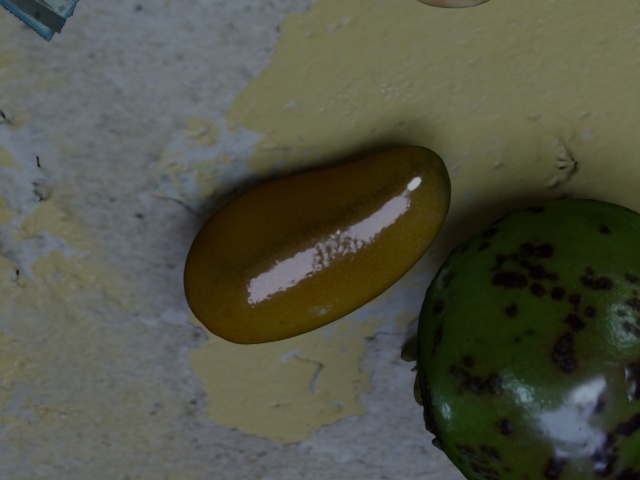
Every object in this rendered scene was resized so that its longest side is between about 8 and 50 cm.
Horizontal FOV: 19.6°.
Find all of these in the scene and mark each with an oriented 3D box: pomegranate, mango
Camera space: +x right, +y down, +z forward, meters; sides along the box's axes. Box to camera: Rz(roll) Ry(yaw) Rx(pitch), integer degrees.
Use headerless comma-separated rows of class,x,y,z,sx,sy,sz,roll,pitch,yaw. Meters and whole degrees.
pomegranate,0.142,0.086,1.170,0.211,0.211,0.263,32,143,-29
mango,0.000,0.000,1.153,0.184,0.085,0.102,-29,126,8

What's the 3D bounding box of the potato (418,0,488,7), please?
potato,0.076,-0.203,0.953,0.119,0.109,0.178,21,126,6

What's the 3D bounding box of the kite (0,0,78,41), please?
kite,-0.135,-0.235,0.921,0.369,0.014,0.406,0,143,-19
